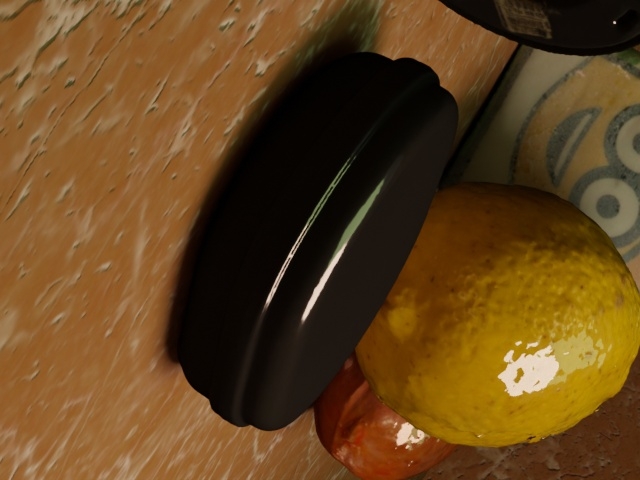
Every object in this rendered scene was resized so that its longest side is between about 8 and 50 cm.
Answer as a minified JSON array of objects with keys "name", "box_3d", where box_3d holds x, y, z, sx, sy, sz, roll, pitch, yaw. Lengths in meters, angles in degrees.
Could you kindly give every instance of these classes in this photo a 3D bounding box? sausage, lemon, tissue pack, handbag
[{"name":"sausage","box_3d":[0.082,0.170,1.920,0.141,0.153,0.268,-60,168,9]},{"name":"lemon","box_3d":[0.169,0.070,1.721,0.310,0.253,0.253,4,125,-35]},{"name":"tissue pack","box_3d":[0.309,-0.069,1.850,0.228,0.311,0.128,-61,164,10]},{"name":"handbag","box_3d":[-0.001,-0.001,1.279,0.254,0.093,0.308,-51,167,-36]}]

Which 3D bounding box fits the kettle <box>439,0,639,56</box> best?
[{"name":"kettle","box_3d":[0.150,-0.300,1.001,0.203,0.262,0.308,-8,-136,57]}]
